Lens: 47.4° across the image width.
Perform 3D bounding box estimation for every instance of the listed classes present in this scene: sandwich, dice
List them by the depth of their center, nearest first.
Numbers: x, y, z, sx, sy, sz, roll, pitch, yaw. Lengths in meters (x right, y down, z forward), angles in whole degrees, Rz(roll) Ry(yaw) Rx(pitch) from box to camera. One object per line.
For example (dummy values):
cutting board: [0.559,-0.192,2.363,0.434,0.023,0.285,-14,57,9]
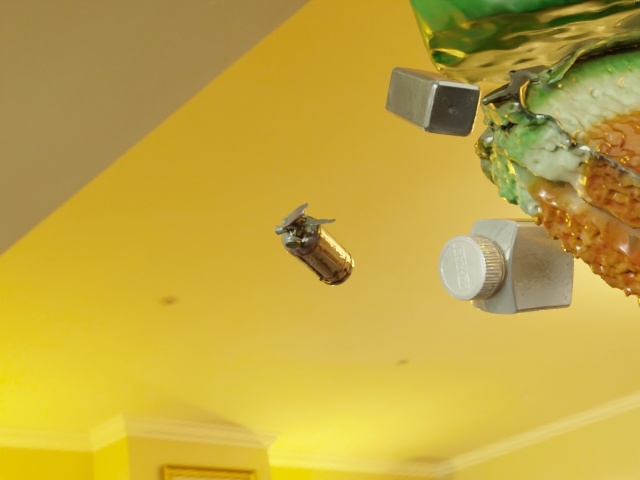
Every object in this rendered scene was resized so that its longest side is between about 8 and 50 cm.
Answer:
sandwich: [0.249,-0.042,0.473,0.292,0.212,0.109,-27,-21,-26]
dice: [0.240,-0.322,0.720,0.297,0.287,0.300,-10,-3,21]

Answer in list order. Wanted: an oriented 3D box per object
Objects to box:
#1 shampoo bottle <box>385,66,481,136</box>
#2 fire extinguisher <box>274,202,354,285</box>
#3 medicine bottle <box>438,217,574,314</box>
shampoo bottle: [0.167,-0.225,1.155,0.080,0.246,0.079,5,-73,-14]
fire extinguisher: [-0.005,-0.005,1.230,0.106,0.075,0.252,-29,-31,9]
medicine bottle: [0.262,0.034,1.013,0.188,0.132,0.088,-1,4,-35]
